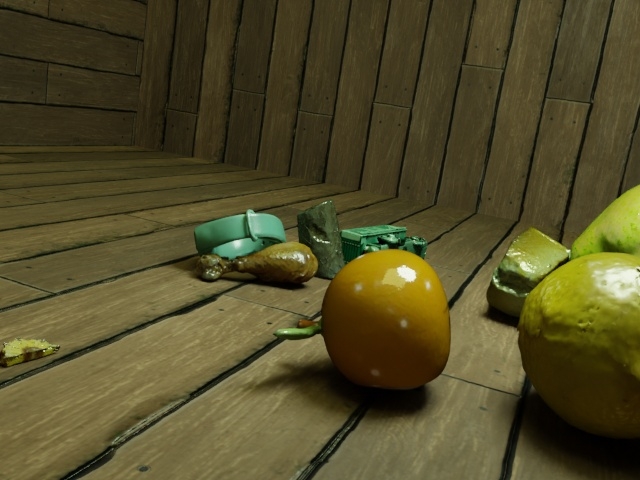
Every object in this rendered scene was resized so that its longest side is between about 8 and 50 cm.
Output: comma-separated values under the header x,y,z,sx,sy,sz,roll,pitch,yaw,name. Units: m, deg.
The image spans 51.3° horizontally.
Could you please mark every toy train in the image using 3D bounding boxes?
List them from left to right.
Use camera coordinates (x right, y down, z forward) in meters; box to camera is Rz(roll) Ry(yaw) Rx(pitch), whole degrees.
x,y,z,sx,sy,sz,roll,pitch,yaw,name
0.159,0.029,1.630,0.155,0.115,0.270,6,8,35,toy train

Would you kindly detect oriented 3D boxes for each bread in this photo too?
x,y,z,sx,sy,sz,roll,pitch,yaw,name
0.441,0.078,1.427,0.124,0.185,0.257,31,23,18,bread

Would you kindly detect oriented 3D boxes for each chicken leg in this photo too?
x,y,z,sx,sy,sz,roll,pitch,yaw,name
-0.129,0.049,1.381,0.252,0.087,0.107,-1,3,-17,chicken leg

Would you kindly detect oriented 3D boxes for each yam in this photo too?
x,y,z,sx,sy,sz,roll,pitch,yaw,name
0.000,0.000,1.527,0.107,0.183,0.107,-7,9,1,yam

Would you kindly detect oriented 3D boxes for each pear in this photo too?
x,y,z,sx,sy,sz,roll,pitch,yaw,name
0.688,0.054,1.310,0.392,0.390,0.391,8,12,-2,pear

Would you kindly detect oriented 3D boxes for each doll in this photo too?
x,y,z,sx,sy,sz,roll,pitch,yaw,name
0.066,0.114,0.953,0.236,0.213,0.213,-4,10,9,doll

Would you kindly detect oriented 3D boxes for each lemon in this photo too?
x,y,z,sx,sy,sz,roll,pitch,yaw,name
0.399,0.139,0.908,0.261,0.260,0.284,15,14,28,lemon

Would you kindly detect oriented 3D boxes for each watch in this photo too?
x,y,z,sx,sy,sz,roll,pitch,yaw,name
-0.173,-0.004,1.440,0.195,0.068,0.237,-8,-12,-4,watch

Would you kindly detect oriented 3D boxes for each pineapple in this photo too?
x,y,z,sx,sy,sz,roll,pitch,yaw,name
-0.390,0.144,0.874,0.045,0.019,0.083,20,14,24,pineapple
